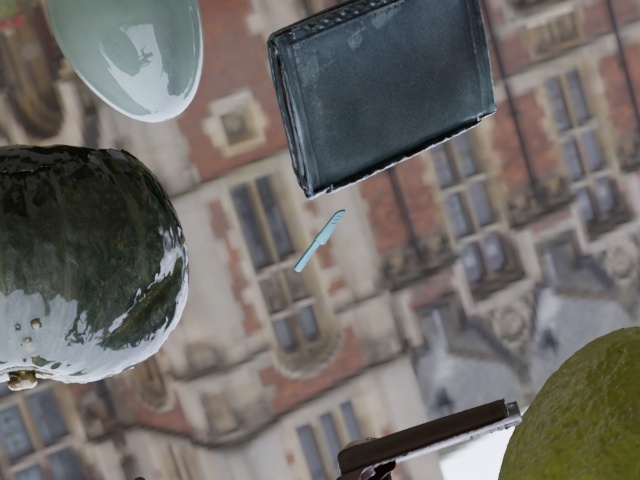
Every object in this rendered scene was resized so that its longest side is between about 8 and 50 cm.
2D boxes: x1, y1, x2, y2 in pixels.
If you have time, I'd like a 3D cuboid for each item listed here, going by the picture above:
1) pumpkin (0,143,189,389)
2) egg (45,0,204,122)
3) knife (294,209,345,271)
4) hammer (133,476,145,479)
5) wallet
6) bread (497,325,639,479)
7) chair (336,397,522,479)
[{"bbox_3d":[-0.303,0.027,1.577,0.328,0.257,0.291,2,169,-32],"label":"pumpkin"},{"bbox_3d":[-0.238,-0.271,1.891,0.183,0.264,0.183,-21,-169,4],"label":"egg"},{"bbox_3d":[0.000,0.000,1.728,0.091,0.014,0.005,-54,-156,14],"label":"knife"},{"bbox_3d":[-0.177,0.394,2.164,0.201,0.078,0.021,16,-133,26],"label":"hammer"},{"bbox_3d":[0.083,-0.220,2.066,0.342,0.237,0.075,-27,-157,-30],"label":"wallet"},{"bbox_3d":[0.414,0.305,1.886,0.348,0.308,0.348,-42,-147,35],"label":"bread"},{"bbox_3d":[0.035,0.269,1.340,0.327,0.183,0.175,-16,171,7],"label":"chair"}]
